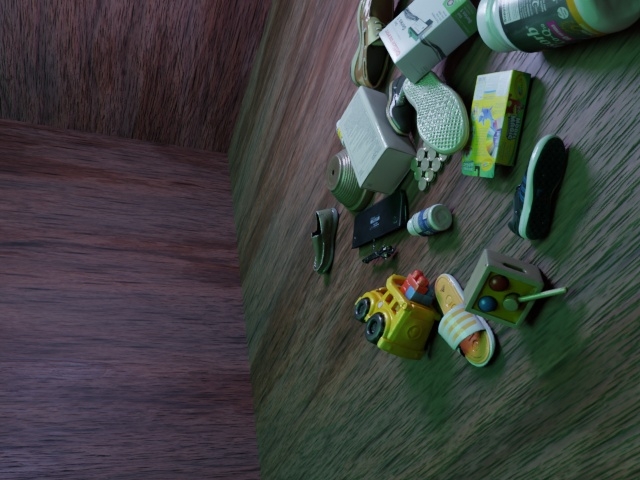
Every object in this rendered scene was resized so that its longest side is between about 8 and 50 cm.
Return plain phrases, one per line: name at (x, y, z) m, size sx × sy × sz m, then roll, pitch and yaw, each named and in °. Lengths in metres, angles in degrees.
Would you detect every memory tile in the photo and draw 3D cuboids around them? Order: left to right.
memory tile at (0.288, -0.213, 1.438) m, size 0.148 × 0.012 × 0.113 m, roll 120°, pitch 144°, yaw -45°

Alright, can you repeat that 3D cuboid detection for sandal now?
sandal at (0.297, 0.177, 1.233) m, size 0.265 × 0.076 × 0.102 m, roll -113°, pitch 35°, yaw -50°

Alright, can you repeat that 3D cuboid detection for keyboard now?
keyboard at (0.174, -0.022, 1.659) m, size 0.317 × 0.033 × 0.201 m, roll 150°, pitch 130°, yaw -65°

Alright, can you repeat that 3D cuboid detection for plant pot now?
plant pot at (0.091, -0.218, 1.813) m, size 0.237 × 0.110 × 0.237 m, roll -174°, pitch 90°, yaw -67°

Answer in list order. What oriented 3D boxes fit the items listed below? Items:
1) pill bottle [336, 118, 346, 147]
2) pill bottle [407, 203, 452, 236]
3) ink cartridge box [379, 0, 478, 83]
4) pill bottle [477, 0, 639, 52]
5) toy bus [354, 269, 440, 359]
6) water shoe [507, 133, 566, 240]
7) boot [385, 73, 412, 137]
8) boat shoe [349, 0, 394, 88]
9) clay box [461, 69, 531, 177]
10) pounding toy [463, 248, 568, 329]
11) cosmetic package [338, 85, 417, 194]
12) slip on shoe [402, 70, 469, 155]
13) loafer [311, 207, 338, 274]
pill bottle at (0.093, -0.377, 1.907) m, size 0.116 × 0.065 × 0.065 m, roll -108°, pitch 32°, yaw -47°
pill bottle at (0.270, -0.046, 1.371) m, size 0.120 × 0.067 × 0.067 m, roll 153°, pitch 120°, yaw -65°
ink cartridge box at (0.269, -0.524, 1.353) m, size 0.219 × 0.093 × 0.160 m, roll -38°, pitch 44°, yaw 24°
pill bottle at (0.419, -0.428, 0.974) m, size 0.278 × 0.162 × 0.162 m, roll -160°, pitch 77°, yaw -68°
toy bus at (0.206, 0.162, 1.397) m, size 0.211 × 0.149 × 0.220 m, roll -65°, pitch 24°, yaw 16°
water shoe at (0.404, -0.104, 1.046) m, size 0.080 × 0.073 × 0.203 m, roll -143°, pitch 62°, yaw -68°
boot at (0.246, -0.404, 1.528) m, size 0.137 × 0.077 × 0.197 m, roll -43°, pitch 46°, yaw 52°
boat shoe at (0.182, -0.633, 1.702) m, size 0.120 × 0.123 × 0.324 m, roll -130°, pitch 42°, yaw -55°
clay box at (0.375, -0.247, 1.180) m, size 0.127 × 0.053 × 0.222 m, roll -149°, pitch 65°, yaw -69°
pounding toy at (0.364, 0.096, 1.034) m, size 0.100 × 0.141 × 0.130 m, roll -64°, pitch -7°, yaw -62°
cosmetic package at (0.163, -0.303, 1.629) m, size 0.160 × 0.113 × 0.309 m, roll -56°, pitch 36°, yaw 38°
slip on shoe at (0.291, -0.310, 1.325) m, size 0.123 × 0.101 × 0.331 m, roll -40°, pitch 35°, yaw 22°
loafer at (0.000, 0.000, 2.010) m, size 0.094 × 0.087 × 0.251 m, roll -162°, pitch 79°, yaw -68°
